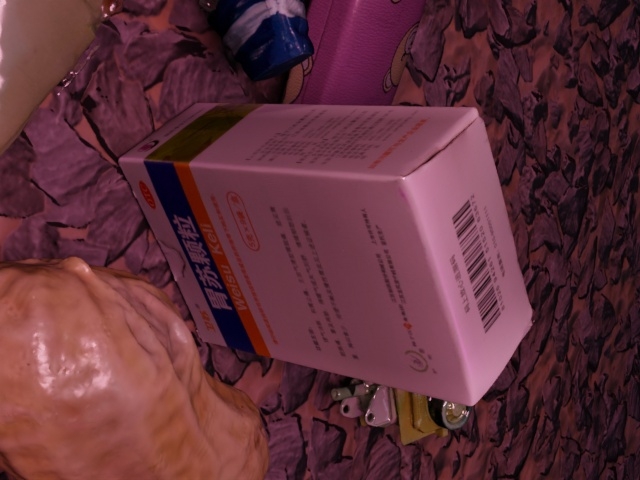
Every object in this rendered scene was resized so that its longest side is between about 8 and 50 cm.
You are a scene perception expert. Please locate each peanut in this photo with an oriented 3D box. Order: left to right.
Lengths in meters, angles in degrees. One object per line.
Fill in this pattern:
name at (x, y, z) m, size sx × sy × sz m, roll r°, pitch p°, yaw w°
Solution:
peanut at (-0.156, 0.135, 0.724) m, size 0.174 × 0.158 × 0.340 m, roll -86°, pitch 157°, yaw -47°

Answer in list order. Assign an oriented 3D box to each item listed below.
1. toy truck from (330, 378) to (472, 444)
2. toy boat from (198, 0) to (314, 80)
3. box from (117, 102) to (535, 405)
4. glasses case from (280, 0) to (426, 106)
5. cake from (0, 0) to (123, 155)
toy truck at (0.066, 0.084, 1.004) m, size 0.135 × 0.128 × 0.260 m, roll -10°, pitch 104°, yaw -35°
toy boat at (-0.093, -0.266, 0.746) m, size 0.067 × 0.220 × 0.291 m, roll -27°, pitch 97°, yaw -8°
box at (0.000, 0.000, 0.768) m, size 0.106 × 0.299 × 0.200 m, roll -45°, pitch 127°, yaw -37°
glasses case at (0.031, -0.174, 0.890) m, size 0.123 × 0.075 × 0.316 m, roll -18°, pitch 132°, yaw -52°
cake at (-0.223, -0.193, 0.596) m, size 0.172 × 0.158 × 0.284 m, roll 48°, pitch 63°, yaw -42°
